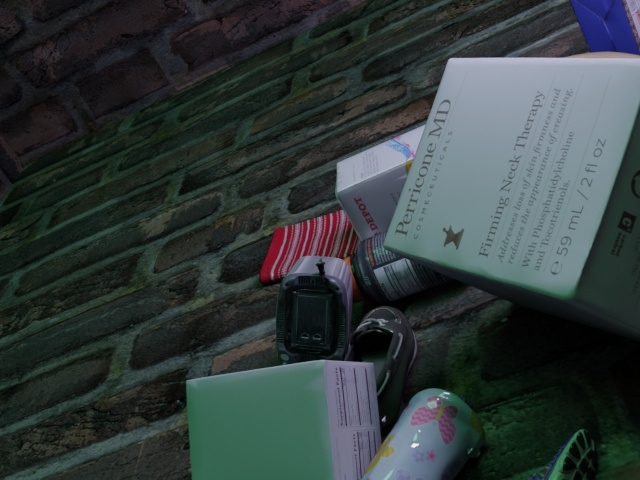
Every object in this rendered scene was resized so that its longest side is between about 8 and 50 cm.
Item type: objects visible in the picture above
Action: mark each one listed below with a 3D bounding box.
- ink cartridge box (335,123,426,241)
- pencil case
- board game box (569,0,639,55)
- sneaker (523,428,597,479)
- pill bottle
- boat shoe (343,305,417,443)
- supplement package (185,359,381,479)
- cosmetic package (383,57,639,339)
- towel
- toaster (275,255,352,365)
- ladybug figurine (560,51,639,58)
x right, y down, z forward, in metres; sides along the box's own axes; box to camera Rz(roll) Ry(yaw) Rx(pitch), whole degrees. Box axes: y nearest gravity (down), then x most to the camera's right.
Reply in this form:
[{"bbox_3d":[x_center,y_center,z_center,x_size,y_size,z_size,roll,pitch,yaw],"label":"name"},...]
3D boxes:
[{"bbox_3d":[0.210,-0.096,1.902,0.306,0.226,0.131,-21,30,16],"label":"ink cartridge box"},{"bbox_3d":[0.127,0.338,1.383,0.273,0.124,0.113,-50,5,-35],"label":"pencil case"},{"bbox_3d":[0.702,-0.506,2.094,0.291,0.232,0.141,-41,29,-21],"label":"board game box"},{"bbox_3d":[0.303,0.314,1.301,0.170,0.068,0.071,-45,25,-25],"label":"sneaker"},{"bbox_3d":[0.155,0.038,1.836,0.246,0.130,0.130,-21,29,17],"label":"pill bottle"},{"bbox_3d":[0.093,0.199,1.665,0.112,0.095,0.335,-20,29,20],"label":"boat shoe"},{"bbox_3d":[-0.055,0.297,1.493,0.262,0.145,0.204,-12,76,31],"label":"supplement package"},{"bbox_3d":[0.372,-0.057,1.450,0.394,0.327,0.329,16,85,55],"label":"cosmetic package"},{"bbox_3d":[0.000,0.000,2.165,0.275,0.031,0.199,-17,31,24],"label":"towel"},{"bbox_3d":[-0.008,0.120,1.763,0.129,0.226,0.146,3,18,7],"label":"toaster"},{"bbox_3d":[0.523,-0.223,1.873,0.305,0.162,0.449,-33,27,-4],"label":"ladybug figurine"}]
